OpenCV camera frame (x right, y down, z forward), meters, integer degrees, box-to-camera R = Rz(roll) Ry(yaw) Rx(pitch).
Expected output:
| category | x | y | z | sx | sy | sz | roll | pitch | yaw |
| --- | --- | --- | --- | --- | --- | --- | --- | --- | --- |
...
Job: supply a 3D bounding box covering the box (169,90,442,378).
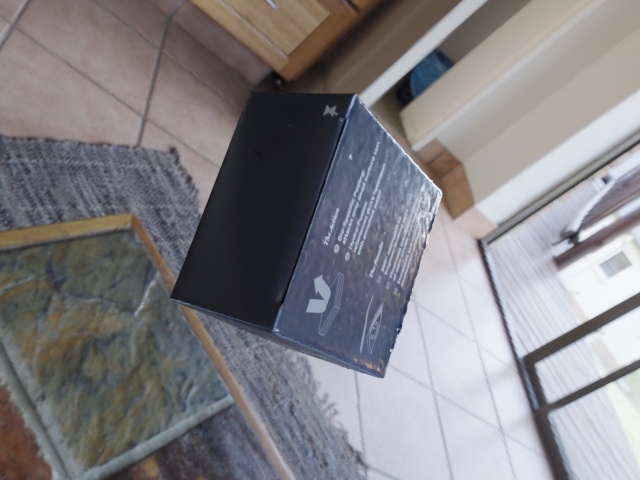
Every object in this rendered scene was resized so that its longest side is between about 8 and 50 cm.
| category | x | y | z | sx | sy | sz | roll | pitch | yaw |
| --- | --- | --- | --- | --- | --- | --- | --- | --- | --- |
| box | 0.000 | 0.000 | 0.477 | 0.158 | 0.093 | 0.156 | 35 | 70 | -54 |
